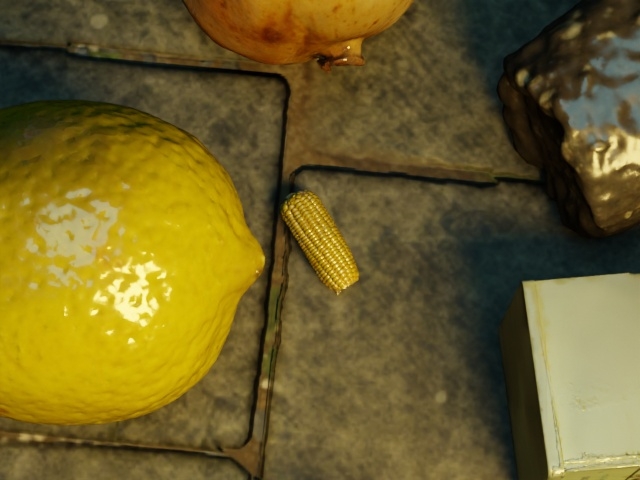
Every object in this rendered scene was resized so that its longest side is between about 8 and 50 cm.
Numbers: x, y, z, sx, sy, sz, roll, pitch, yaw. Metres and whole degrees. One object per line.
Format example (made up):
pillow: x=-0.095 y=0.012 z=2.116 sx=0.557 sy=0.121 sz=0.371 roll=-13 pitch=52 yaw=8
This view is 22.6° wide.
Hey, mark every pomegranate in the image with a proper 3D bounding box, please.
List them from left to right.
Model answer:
pomegranate: x=-0.020 y=-0.232 z=1.278 sx=0.215 sy=0.215 sz=0.215 roll=0 pitch=73 yaw=-1

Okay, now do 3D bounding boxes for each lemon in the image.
lemon: x=-0.184 y=0.017 z=1.172 sx=0.267 sy=0.267 sz=0.267 roll=0 pitch=73 yaw=-1

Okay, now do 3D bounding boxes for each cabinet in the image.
cabinet: x=0.253 y=0.111 z=1.203 sx=0.206 sy=0.145 sz=0.150 roll=-5 pitch=72 yaw=-3

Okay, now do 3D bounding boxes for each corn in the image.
corn: x=0.000 y=0.000 z=1.290 sx=0.037 sy=0.037 sz=0.092 roll=-28 pitch=78 yaw=-9

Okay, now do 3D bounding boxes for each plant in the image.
plant: x=0.289 y=-0.127 z=1.255 sx=0.276 sy=0.188 sz=0.199 roll=-26 pitch=76 yaw=-8
